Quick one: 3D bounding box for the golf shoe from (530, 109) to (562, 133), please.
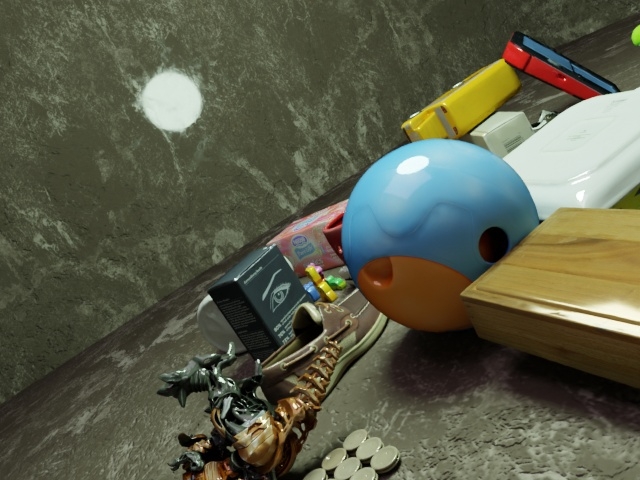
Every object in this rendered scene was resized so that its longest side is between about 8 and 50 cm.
[{"bbox_3d":[0.632,-0.313,1.437,0.198,0.094,0.077,-25,12,23],"label":"golf shoe"}]

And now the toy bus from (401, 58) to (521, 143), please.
[{"bbox_3d":[0.374,-0.349,1.435,0.332,0.108,0.130,-37,13,-23],"label":"toy bus"}]

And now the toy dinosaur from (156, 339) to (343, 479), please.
[{"bbox_3d":[-0.097,0.266,0.738,0.322,0.164,0.218,-28,42,-21],"label":"toy dinosaur"}]

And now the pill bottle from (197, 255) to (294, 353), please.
[{"bbox_3d":[-0.179,0.145,1.415,0.169,0.169,0.301,-26,12,27],"label":"pill bottle"}]

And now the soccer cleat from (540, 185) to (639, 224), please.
[{"bbox_3d":[0.478,-0.060,0.809,0.289,0.093,0.121,-24,34,27],"label":"soccer cleat"}]

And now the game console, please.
[{"bbox_3d":[0.654,-0.452,1.444,0.386,0.342,0.060,-50,-15,-58],"label":"game console"}]

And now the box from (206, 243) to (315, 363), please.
[{"bbox_3d":[-0.118,0.137,1.177,0.108,0.207,0.153,-21,15,42],"label":"box"}]

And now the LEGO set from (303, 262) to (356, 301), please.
[{"bbox_3d":[0.001,0.094,1.345,0.087,0.093,0.227,-37,13,-26],"label":"LEGO set"}]

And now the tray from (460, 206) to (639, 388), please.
[{"bbox_3d":[0.351,0.051,0.516,0.203,0.076,0.411,-36,19,-21],"label":"tray"}]

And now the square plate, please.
[{"bbox_3d":[0.433,-0.156,0.898,0.344,0.049,0.347,-38,15,-7],"label":"square plate"}]

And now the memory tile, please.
[{"bbox_3d":[0.021,0.290,0.650,0.148,0.012,0.113,-37,12,-22],"label":"memory tile"}]

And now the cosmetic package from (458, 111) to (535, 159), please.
[{"bbox_3d":[0.462,-0.242,1.409,0.113,0.160,0.309,-31,10,7],"label":"cosmetic package"}]

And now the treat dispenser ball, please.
[{"bbox_3d":[0.175,-0.007,0.815,0.288,0.288,0.288,-30,11,7],"label":"treat dispenser ball"}]

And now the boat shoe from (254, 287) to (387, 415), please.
[{"bbox_3d":[0.007,0.160,0.965,0.123,0.123,0.342,-19,17,47],"label":"boat shoe"}]

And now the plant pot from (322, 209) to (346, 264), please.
[{"bbox_3d":[0.127,-0.001,1.212,0.191,0.174,0.191,-31,12,7],"label":"plant pot"}]

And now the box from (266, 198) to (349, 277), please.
[{"bbox_3d":[0.000,0.000,1.630,0.300,0.142,0.154,-19,17,48],"label":"box"}]

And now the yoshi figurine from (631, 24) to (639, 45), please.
[{"bbox_3d":[0.896,-0.443,1.232,0.362,0.203,0.203,28,100,61],"label":"yoshi figurine"}]

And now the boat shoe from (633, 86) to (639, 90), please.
[{"bbox_3d":[0.561,-0.190,1.057,0.306,0.113,0.105,-27,31,30],"label":"boat shoe"}]
